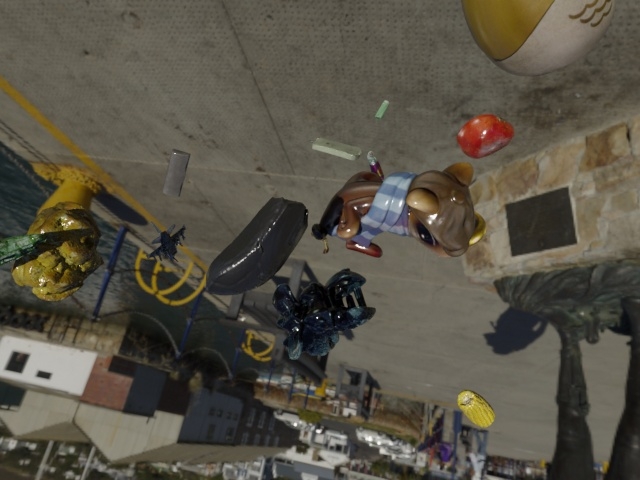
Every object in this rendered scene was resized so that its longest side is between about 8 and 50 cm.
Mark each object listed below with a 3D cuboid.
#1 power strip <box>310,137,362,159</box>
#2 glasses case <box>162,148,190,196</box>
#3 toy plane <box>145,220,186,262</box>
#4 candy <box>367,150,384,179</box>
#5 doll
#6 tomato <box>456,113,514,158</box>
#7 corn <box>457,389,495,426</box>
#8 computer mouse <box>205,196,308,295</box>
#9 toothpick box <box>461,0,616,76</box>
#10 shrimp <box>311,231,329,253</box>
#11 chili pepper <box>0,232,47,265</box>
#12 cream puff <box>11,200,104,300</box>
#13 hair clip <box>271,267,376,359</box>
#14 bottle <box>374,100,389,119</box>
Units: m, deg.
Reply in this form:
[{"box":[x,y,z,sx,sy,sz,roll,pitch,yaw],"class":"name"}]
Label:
[{"box":[0.059,-0.369,1.862,0.227,0.080,0.029,20,129,19],"class":"power strip"},{"box":[-0.559,-0.260,1.799,0.072,0.042,0.191,15,122,-16],"class":"glasses case"},{"box":[-0.493,0.025,1.517,0.082,0.160,0.234,34,152,22],"class":"toy plane"},{"box":[0.222,-0.278,1.844,0.043,0.045,0.175,3,135,36],"class":"candy"},{"box":[0.173,-0.051,1.026,0.339,0.209,0.318,-1,-162,40],"class":"doll"},{"box":[0.576,-0.340,1.606,0.189,0.099,0.173,19,135,-22],"class":"tomato"},{"box":[0.400,0.431,1.190,0.067,0.067,0.206,-3,149,33],"class":"corn"},{"box":[-0.099,0.021,0.780,0.073,0.217,0.122,40,177,20],"class":"computer mouse"},{"box":[0.629,-0.753,1.389,0.409,0.409,0.425,-11,134,44],"class":"toothpick box"},{"box":[0.000,0.000,1.628,0.025,0.091,0.127,-21,163,21],"class":"shrimp"},{"box":[-0.682,0.027,0.949,0.227,0.059,0.088,-22,168,-27],"class":"chili pepper"},{"box":[-0.655,0.026,1.159,0.244,0.244,0.196,-5,130,36],"class":"cream puff"},{"box":[-0.006,0.205,1.220,0.206,0.194,0.310,0,148,-28],"class":"hair clip"},{"box":[0.262,-0.551,1.963,0.030,0.083,0.030,29,174,3],"class":"bottle"}]
